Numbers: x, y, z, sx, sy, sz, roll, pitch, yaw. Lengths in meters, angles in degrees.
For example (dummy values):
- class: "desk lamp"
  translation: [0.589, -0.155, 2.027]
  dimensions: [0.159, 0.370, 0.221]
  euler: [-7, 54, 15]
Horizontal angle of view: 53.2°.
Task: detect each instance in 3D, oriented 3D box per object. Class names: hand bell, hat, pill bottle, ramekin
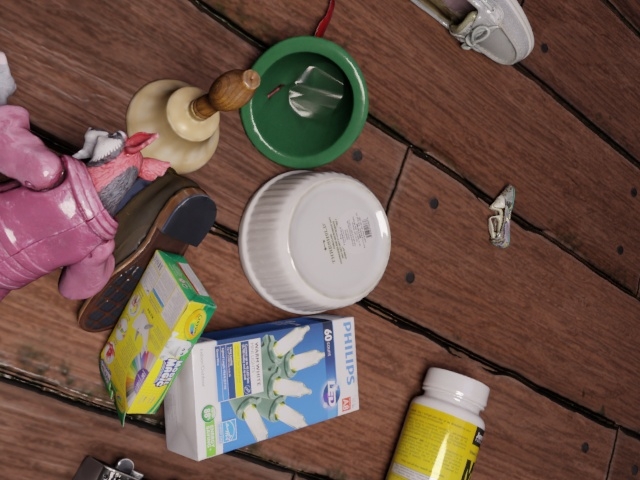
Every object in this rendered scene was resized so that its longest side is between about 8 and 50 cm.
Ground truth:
- class: "hand bell"
  translation: [-0.132, -0.155, 0.736]
  dimensions: [0.126, 0.242, 0.126]
  euler: [2, 87, -30]
- class: "hat"
  translation: [-0.006, -0.224, 0.941]
  dimensions: [0.173, 0.183, 0.208]
  euler: [43, 110, -10]
- class: "pill bottle"
  translation: [0.178, 0.307, 0.964]
  dimensions: [0.119, 0.119, 0.209]
  euler: [29, 73, -26]
- class: "ramekin"
  translation: [0.000, 0.000, 0.883]
  dimensions: [0.207, 0.109, 0.207]
  euler: [2, 85, -30]

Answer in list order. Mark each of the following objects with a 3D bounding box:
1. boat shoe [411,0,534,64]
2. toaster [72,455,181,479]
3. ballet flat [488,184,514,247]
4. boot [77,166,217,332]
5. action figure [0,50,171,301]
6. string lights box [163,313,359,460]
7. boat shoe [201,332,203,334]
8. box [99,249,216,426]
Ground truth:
- class: "boat shoe"
  translation: [0.211, -0.387, 1.034]
  dimensions: [0.320, 0.118, 0.103]
  euler: [38, 75, -19]
- class: "toaster"
  translation: [-0.222, 0.358, 0.727]
  dimensions: [0.168, 0.110, 0.186]
  euler: [33, 71, -24]
- class: "ballet flat"
  translation: [0.314, -0.045, 1.115]
  dimensions: [0.041, 0.041, 0.115]
  euler: [14, 79, -29]
- class: "boot"
  translation: [-0.224, 0.007, 0.779]
  dimensions: [0.219, 0.106, 0.082]
  euler: [-46, 139, 3]
- class: "action figure"
  translation: [-0.312, -0.006, 0.595]
  dimensions: [0.370, 0.276, 0.248]
  euler: [-29, 122, -1]
- class: "string lights box"
  translation: [-0.069, 0.176, 0.822]
  dimensions: [0.259, 0.076, 0.134]
  euler: [-4, 90, -42]
- class: "boat shoe"
  translation: [-0.173, 0.121, 0.807]
  dimensions: [0.056, 0.048, 0.153]
  euler: [-9, 91, -31]
- class: "box"
  translation: [-0.193, 0.114, 0.729]
  dimensions: [0.043, 0.105, 0.179]
  euler: [19, 110, -44]
